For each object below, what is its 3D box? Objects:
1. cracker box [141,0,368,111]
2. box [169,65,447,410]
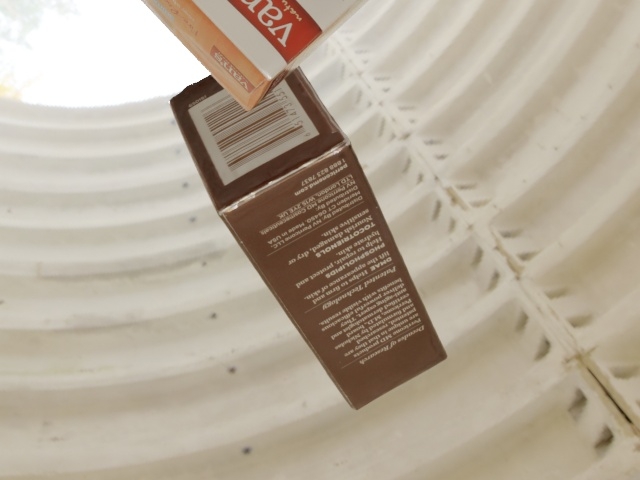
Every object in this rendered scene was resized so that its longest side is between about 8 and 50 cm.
[{"bbox_3d":[-0.010,-0.208,0.481,0.232,0.156,0.067,-46,-174,-15],"label":"cracker box"},{"bbox_3d":[0.000,0.000,0.925,0.143,0.381,0.191,-28,-132,-1],"label":"box"}]
